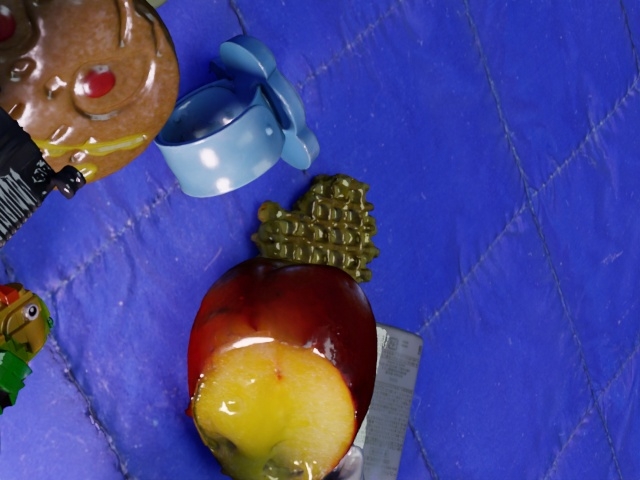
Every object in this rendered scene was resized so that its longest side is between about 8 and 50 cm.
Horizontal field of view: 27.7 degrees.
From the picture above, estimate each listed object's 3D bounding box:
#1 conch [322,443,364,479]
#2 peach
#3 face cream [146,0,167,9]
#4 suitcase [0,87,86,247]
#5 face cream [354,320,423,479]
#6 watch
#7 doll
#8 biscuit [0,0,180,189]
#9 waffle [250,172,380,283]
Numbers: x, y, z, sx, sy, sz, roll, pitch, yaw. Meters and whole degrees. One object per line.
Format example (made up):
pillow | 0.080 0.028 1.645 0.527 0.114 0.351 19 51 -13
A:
conch | -0.033 0.411 1.895 0.275 0.183 0.148 -34 118 -4
peach | -0.056 0.192 1.785 0.281 0.281 0.338 4 95 -48
face cream | -0.286 -0.369 1.538 0.218 0.179 0.218 -5 97 -47
suitcase | -0.423 -0.013 1.297 0.152 0.335 0.229 51 56 -19
face cream | 0.070 0.305 2.054 0.174 0.081 0.348 19 79 -43
watch | -0.128 -0.150 1.747 0.193 0.211 0.211 -41 122 -21
doll | -0.385 0.140 1.524 0.134 0.106 0.186 49 58 -45
biscuit | -0.327 -0.204 1.432 0.394 0.350 0.070 20 33 -38
waffle | -0.001 0.000 1.974 0.249 0.056 0.253 51 59 -37
